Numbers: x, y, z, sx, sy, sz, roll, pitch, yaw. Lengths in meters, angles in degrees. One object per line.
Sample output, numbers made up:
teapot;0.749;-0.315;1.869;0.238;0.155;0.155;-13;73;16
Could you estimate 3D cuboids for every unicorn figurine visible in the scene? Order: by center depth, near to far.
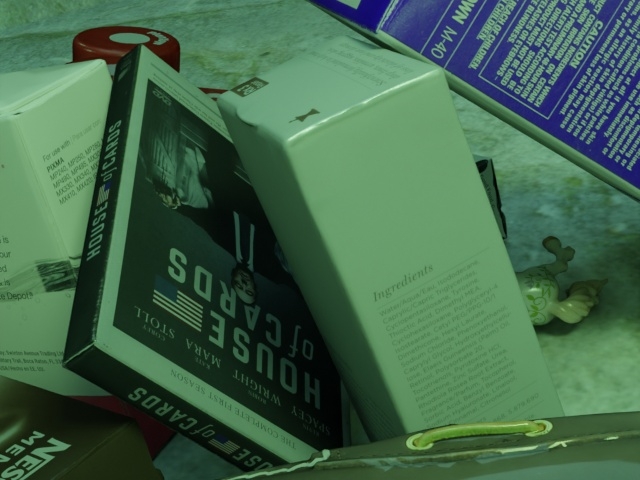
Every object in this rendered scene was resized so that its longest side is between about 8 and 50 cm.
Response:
unicorn figurine;0.098;0.032;0.724;0.162;0.060;0.111;-6;24;22

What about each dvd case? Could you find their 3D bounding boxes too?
dvd case;-0.053;0.015;0.634;0.029;0.179;0.239;-35;36;27

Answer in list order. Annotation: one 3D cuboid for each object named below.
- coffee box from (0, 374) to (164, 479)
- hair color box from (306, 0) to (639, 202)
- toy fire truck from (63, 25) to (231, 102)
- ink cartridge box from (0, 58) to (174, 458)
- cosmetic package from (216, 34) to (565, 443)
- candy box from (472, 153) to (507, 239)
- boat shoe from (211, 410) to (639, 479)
coffee box;-0.207;0.146;0.608;0.246;0.098;0.141;7;32;42
hair color box;0.164;-0.095;0.651;0.110;0.339;0.185;-58;23;9
toy fire truck;-0.103;-0.085;1.019;0.254;0.169;0.302;1;23;-7
ink cartridge box;-0.190;0.016;0.717;0.172;0.237;0.100;-2;27;28
cosmetic package;0.041;0.022;0.558;0.085;0.231;0.117;-27;25;-11
candy box;0.000;0.000;0.843;0.233;0.071;0.159;-28;27;-24
boat shoe;0.059;0.130;0.465;0.324;0.116;0.097;-7;20;10
